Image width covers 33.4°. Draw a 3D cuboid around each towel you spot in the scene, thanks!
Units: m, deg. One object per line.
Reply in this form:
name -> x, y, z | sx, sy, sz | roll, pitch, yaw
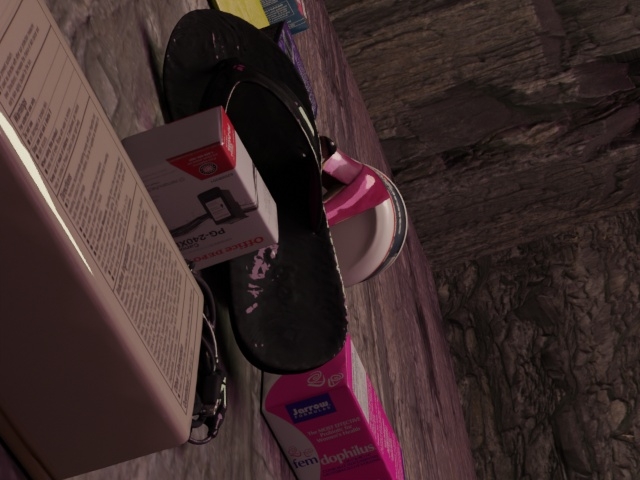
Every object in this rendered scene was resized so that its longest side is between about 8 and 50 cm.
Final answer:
towel -> -0.120, -0.342, 1.696 | 0.102, 0.021, 0.237 | -45, 122, -44

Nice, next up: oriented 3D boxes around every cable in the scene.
cable -> -0.133, 0.084, 0.967 | 0.184, 0.047, 0.150 | -93, 158, -46

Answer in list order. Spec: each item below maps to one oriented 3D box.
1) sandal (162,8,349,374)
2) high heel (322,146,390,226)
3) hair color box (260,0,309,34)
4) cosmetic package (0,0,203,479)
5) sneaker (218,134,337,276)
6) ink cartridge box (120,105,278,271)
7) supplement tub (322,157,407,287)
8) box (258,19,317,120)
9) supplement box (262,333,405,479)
sandal -> -0.057, -0.076, 1.192 | 0.107, 0.167, 0.446 | 129, -54, -65
high heel -> 0.000, 0.000, 1.366 | 0.117, 0.082, 0.244 | 37, 63, -22
hair color box -> -0.129, -0.503, 1.816 | 0.347, 0.105, 0.174 | 51, 23, -62
cosmetic package -> -0.185, -0.018, 0.649 | 0.160, 0.113, 0.309 | -93, 161, -57
sneaker -> -0.053, -0.065, 1.290 | 0.106, 0.162, 0.281 | 60, 16, -50
ink cartridge box -> -0.118, -0.047, 1.061 | 0.063, 0.109, 0.150 | -99, 167, -45
supplement tub -> 0.027, -0.026, 1.577 | 0.272, 0.191, 0.191 | -6, 78, -80
box -> -0.081, -0.219, 1.572 | 0.207, 0.108, 0.153 | -87, 158, -65
supplement box -> 0.019, 0.234, 1.309 | 0.114, 0.111, 0.220 | -90, 159, -58
